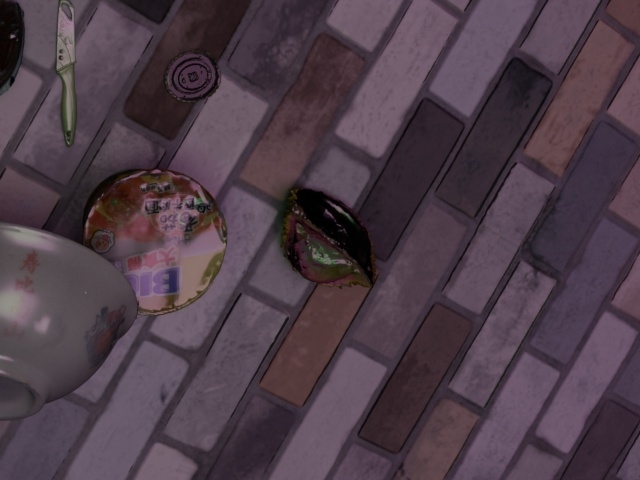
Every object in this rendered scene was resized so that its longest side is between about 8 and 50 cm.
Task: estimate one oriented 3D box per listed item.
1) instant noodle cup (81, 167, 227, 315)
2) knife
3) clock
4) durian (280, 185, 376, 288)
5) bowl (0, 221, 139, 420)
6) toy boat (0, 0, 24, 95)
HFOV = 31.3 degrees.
[{"bbox_3d":[-0.242,-0.013,1.609,0.205,0.153,0.205,-4,104,-17],"label":"instant noodle cup"},{"bbox_3d":[-0.355,-0.233,1.593,0.030,0.014,0.207,-2,101,-20],"label":"knife"},{"bbox_3d":[-0.185,-0.236,1.654,0.083,0.010,0.074,-26,110,-13],"label":"clock"},{"bbox_3d":[-0.003,0.002,1.744,0.187,0.119,0.108,42,124,-12],"label":"durian"},{"bbox_3d":[-0.413,0.131,1.470,0.345,0.345,0.157,18,52,-22],"label":"bowl"},{"bbox_3d":[-0.429,-0.253,1.536,0.059,0.066,0.140,6,71,-10],"label":"toy boat"}]
